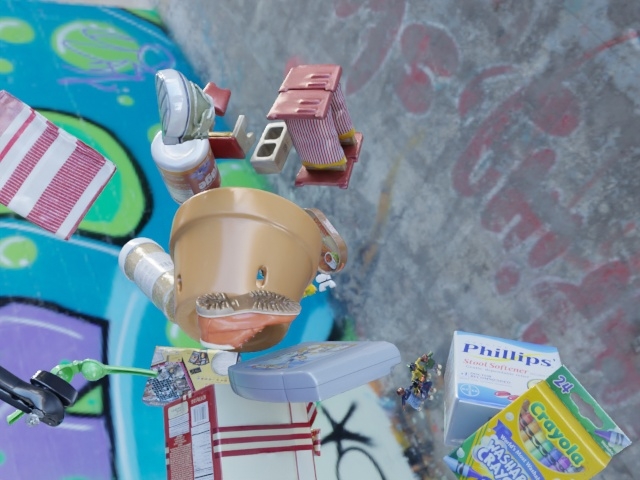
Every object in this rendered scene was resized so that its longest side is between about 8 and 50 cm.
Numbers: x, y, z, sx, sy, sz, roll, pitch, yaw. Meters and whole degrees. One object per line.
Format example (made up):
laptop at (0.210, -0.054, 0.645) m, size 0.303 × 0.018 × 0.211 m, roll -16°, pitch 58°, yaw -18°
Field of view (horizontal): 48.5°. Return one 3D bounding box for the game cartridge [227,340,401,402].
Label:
game cartridge at (-0.030, 0.219, 1.205) m, size 0.297 × 0.198 × 0.062 m, roll -12°, pitch 87°, yaw 56°

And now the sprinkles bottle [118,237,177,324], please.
sprinkles bottle at (-0.400, 0.096, 1.791) m, size 0.355 × 0.121 × 0.121 m, roll 28°, pitch 119°, yaw 54°

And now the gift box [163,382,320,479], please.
gift box at (-0.153, 0.404, 1.473) m, size 0.255 × 0.258 × 0.276 m, roll -25°, pitch 63°, yaw 46°

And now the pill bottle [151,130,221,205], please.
pill bottle at (-0.283, -0.148, 1.549) m, size 0.216 × 0.121 × 0.121 m, roll 82°, pitch 162°, yaw -62°

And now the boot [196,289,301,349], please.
boot at (-0.108, 0.123, 1.075) m, size 0.059 × 0.158 × 0.084 m, roll -118°, pitch 30°, yaw -63°

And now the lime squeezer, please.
lime squeezer at (-0.513, 0.296, 1.524) m, size 0.110 × 0.311 × 0.058 m, roll -143°, pitch 43°, yaw -60°

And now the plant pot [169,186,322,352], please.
plant pot at (-0.150, 0.072, 1.312) m, size 0.291 × 0.291 × 0.203 m, roll -49°, pitch 26°, yaw 47°

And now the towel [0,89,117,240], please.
towel at (-0.701, -0.179, 1.745) m, size 0.237 × 0.329 × 0.037 m, roll -57°, pitch 22°, yaw -5°

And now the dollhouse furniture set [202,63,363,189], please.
dollhouse furniture set at (-0.116, -0.228, 1.458) m, size 0.374 × 0.152 × 0.201 m, roll 3°, pitch 143°, yaw 24°

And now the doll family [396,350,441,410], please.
doll family at (0.299, 0.430, 2.177) m, size 0.076 × 0.111 × 0.193 m, roll -8°, pitch 53°, yaw 41°

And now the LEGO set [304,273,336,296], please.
LEGO set at (-0.075, 0.143, 2.356) m, size 0.227 × 0.087 × 0.093 m, roll -21°, pitch 78°, yaw 14°

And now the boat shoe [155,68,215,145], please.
boat shoe at (-0.228, -0.225, 1.212) m, size 0.302 × 0.094 × 0.109 m, roll -178°, pitch 80°, yaw -78°

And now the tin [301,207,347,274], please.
tin at (0.000, 0.000, 1.779) m, size 0.189 × 0.040 × 0.106 m, roll 54°, pitch 136°, yaw 26°

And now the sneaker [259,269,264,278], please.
sneaker at (-0.158, 0.044, 2.045) m, size 0.225 × 0.088 × 0.092 m, roll 58°, pitch -178°, yaw -40°

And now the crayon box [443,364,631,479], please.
crayon box at (0.442, 0.438, 1.476) m, size 0.323 × 0.083 × 0.203 m, roll -46°, pitch 67°, yaw 19°

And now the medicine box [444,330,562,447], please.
medicine box at (0.439, 0.370, 1.706) m, size 0.289 × 0.264 × 0.149 m, roll -70°, pitch -12°, yaw -63°

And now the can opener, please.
can opener at (-0.449, 0.211, 1.028) m, size 0.059 × 0.186 × 0.073 m, roll -53°, pitch 16°, yaw 27°

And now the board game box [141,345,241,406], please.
board game box at (-0.352, 0.379, 1.959) m, size 0.042 × 0.243 × 0.165 m, roll 77°, pitch -162°, yaw -55°
